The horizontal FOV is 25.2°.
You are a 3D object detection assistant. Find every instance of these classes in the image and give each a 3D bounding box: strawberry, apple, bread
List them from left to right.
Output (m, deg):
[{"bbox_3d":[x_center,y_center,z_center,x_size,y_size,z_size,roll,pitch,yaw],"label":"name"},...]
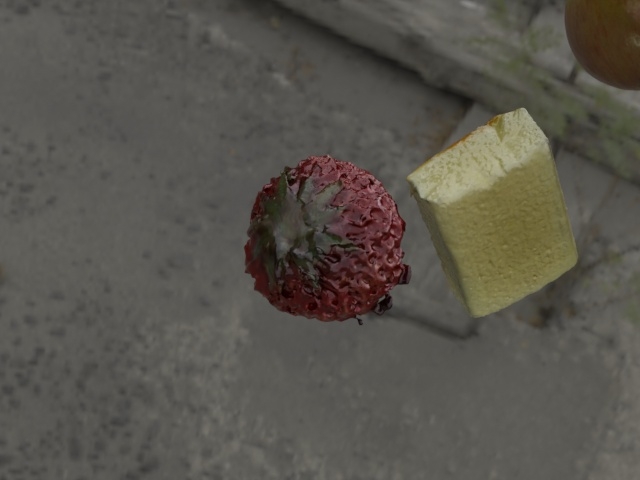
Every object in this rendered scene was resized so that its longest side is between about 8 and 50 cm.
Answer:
[{"bbox_3d":[0.000,0.000,1.180,0.145,0.145,0.086,47,7,31],"label":"strawberry"},{"bbox_3d":[0.161,-0.020,1.315,0.125,0.188,0.068,-28,48,-1],"label":"bread"},{"bbox_3d":[0.432,-0.285,1.794,0.261,0.194,0.261,-11,3,1],"label":"apple"}]
